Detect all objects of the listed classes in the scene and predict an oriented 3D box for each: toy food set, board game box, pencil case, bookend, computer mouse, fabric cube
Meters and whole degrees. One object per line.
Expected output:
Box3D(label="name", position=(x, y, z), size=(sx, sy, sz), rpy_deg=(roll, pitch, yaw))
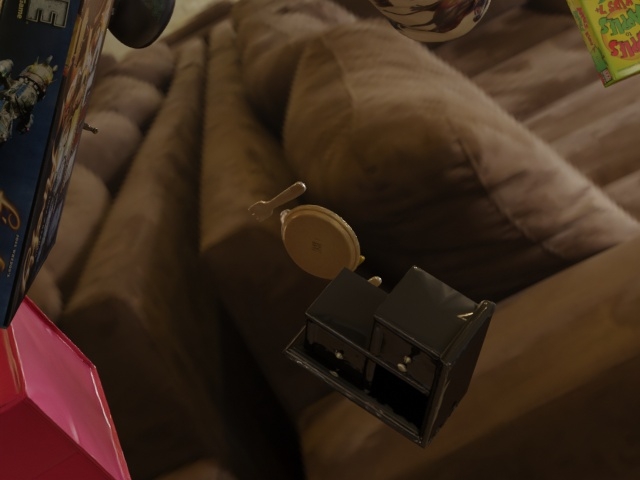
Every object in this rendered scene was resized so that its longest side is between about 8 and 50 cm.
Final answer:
Box3D(label="toy food set", position=(0.000, 0.000, 1.750), size=(0.132, 0.192, 0.038), rpy_deg=(-27, 16, 42))
Box3D(label="board game box", position=(0.414, -0.319, 1.767), size=(0.092, 0.181, 0.043), rpy_deg=(-22, -4, -13))
Box3D(label="pencil case", position=(0.104, -0.400, 1.625), size=(0.183, 0.160, 0.410), rpy_deg=(-21, -21, 19))
Box3D(label="board game box", position=(-0.159, -0.091, 0.720), size=(0.042, 0.243, 0.165), rpy_deg=(15, 16, -7))
Box3D(label="bookend", position=(0.053, 0.078, 1.055), size=(0.072, 0.156, 0.157), rpy_deg=(-49, -18, -29))
Box3D(label="computer mouse", position=(-0.265, -0.407, 1.734), size=(0.072, 0.272, 0.188), rpy_deg=(-7, 7, 42))
Box3D(label="fabric cube", position=(-0.425, 0.237, 1.542), size=(0.258, 0.259, 0.254), rpy_deg=(-31, 43, 2))

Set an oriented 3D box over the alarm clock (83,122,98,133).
Box3D(label="alarm clock", position=(-0.363, -0.183, 1.485), size=(0.064, 0.192, 0.129), rpy_deg=(-67, -18, 2))
